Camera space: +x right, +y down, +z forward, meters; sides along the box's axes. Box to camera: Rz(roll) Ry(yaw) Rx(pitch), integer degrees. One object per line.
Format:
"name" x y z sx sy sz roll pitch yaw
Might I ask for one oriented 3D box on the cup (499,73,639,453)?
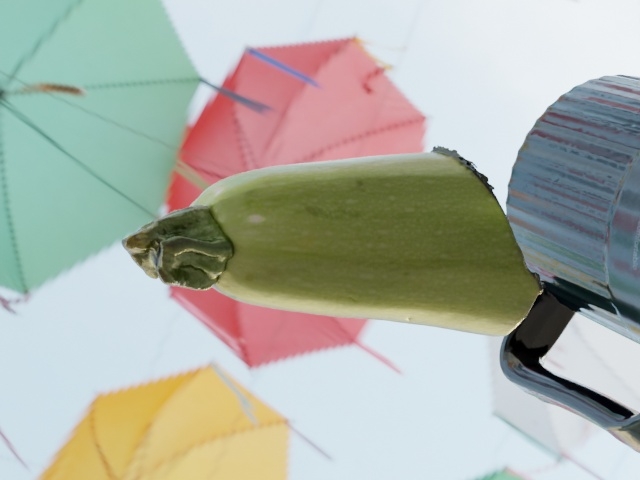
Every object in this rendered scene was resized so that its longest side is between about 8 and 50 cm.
"cup" 0.324 0.016 1.586 0.242 0.292 0.308 2 -76 -31

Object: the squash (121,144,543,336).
"squash" -0.002 -0.012 1.219 0.287 0.137 0.137 7 -77 -23
